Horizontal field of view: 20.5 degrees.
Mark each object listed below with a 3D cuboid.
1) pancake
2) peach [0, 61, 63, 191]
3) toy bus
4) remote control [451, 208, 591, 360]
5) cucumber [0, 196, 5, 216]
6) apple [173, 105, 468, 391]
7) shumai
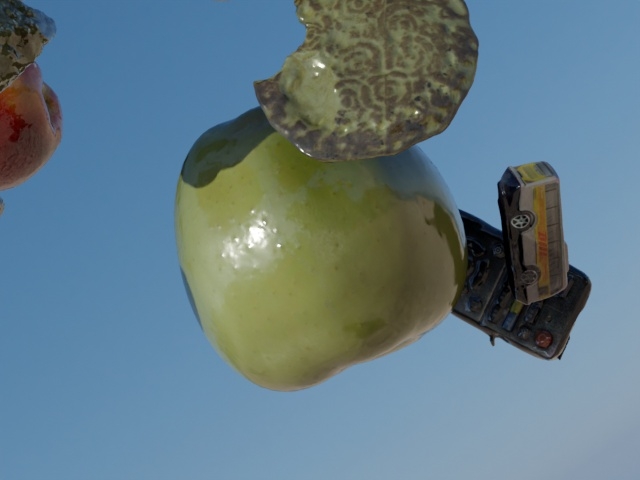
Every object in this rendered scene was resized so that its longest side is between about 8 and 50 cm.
[{"bbox_3d":[0.047,-0.172,1.705,0.235,0.212,0.029,-59,-23,-20],"label":"pancake"},{"bbox_3d":[-0.526,-0.188,2.756,0.243,0.243,0.199,-37,18,10],"label":"peach"},{"bbox_3d":[0.252,-0.009,2.081,0.072,0.057,0.172,-15,-56,-7],"label":"toy bus"},{"bbox_3d":[0.172,0.027,2.341,0.062,0.399,0.144,8,-72,-62],"label":"remote control"},{"bbox_3d":[-0.483,-0.033,2.444,0.064,0.064,0.112,-43,-1,35],"label":"cucumber"},{"bbox_3d":[0.000,0.000,2.095,0.357,0.357,0.357,-33,-12,-8],"label":"apple"},{"bbox_3d":[-0.419,-0.232,1.878,0.189,0.218,0.256,-43,12,15],"label":"shumai"}]
